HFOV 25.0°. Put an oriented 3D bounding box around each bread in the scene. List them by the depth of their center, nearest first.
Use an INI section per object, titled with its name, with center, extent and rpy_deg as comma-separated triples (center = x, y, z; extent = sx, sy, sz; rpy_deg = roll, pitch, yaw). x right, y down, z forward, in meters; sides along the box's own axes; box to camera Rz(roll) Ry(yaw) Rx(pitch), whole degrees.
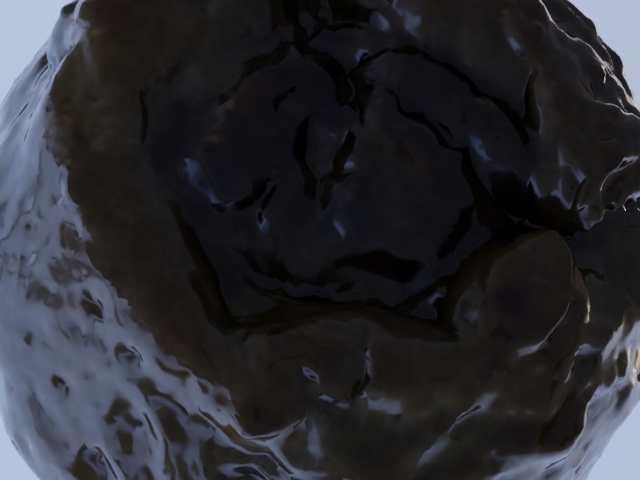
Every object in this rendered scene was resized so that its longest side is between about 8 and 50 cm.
[bread]
center = 0.000, 0.000, 0.447
extent = 0.230, 0.123, 0.230
rpy_deg = 1, -103, -6
